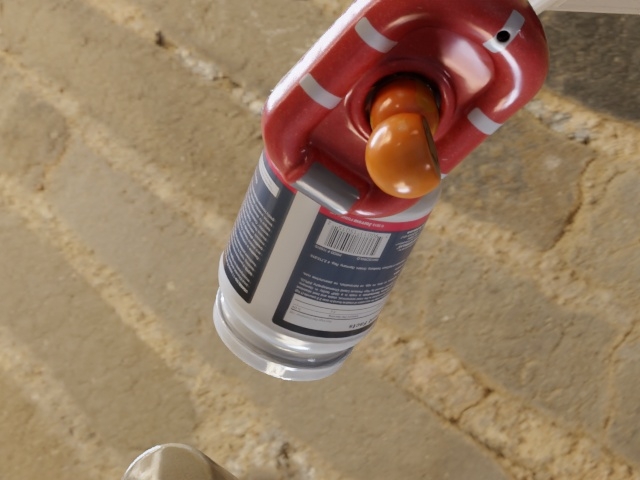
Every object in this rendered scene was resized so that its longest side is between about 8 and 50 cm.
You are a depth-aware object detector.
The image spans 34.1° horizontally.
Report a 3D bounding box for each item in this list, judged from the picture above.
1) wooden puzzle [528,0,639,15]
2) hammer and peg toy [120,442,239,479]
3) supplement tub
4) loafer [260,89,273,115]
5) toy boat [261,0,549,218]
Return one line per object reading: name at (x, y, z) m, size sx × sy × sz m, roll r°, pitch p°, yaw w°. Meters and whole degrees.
wooden puzzle at (0.312, -0.232, 0.879) m, size 0.221 × 0.238 × 0.044 m, roll 167°, pitch -82°, yaw -79°
hammer and peg toy at (-0.155, 0.287, 0.547) m, size 0.265 × 0.127 × 0.362 m, roll 4°, pitch -114°, yaw 27°
supplement tub at (0.000, 0.000, 1.139) m, size 0.191 × 0.191 × 0.272 m, roll 40°, pitch -54°, yaw 22°
loafer at (0.014, -0.193, 1.291) m, size 0.094 × 0.251 × 0.088 m, roll 19°, pitch -65°, yaw 27°
toy boat at (0.063, -0.090, 0.759) m, size 0.151 × 0.151 × 0.231 m, roll 31°, pitch -57°, yaw -24°
